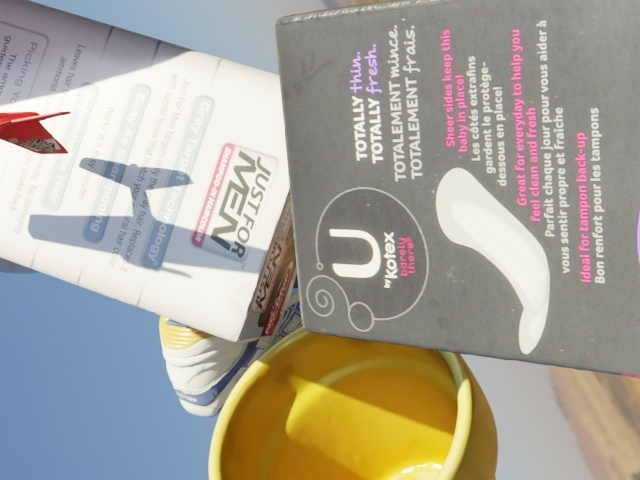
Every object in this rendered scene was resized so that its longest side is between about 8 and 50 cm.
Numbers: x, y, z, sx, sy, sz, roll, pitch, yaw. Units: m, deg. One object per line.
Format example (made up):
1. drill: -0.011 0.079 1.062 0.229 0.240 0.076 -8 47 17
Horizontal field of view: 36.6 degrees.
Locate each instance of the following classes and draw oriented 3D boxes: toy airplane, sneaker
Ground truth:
1. toy airplane: -0.214 -0.067 0.580 0.151 0.151 0.028 -7 -87 -82
2. sneaker: -0.068 0.102 1.140 0.112 0.296 0.130 14 117 41

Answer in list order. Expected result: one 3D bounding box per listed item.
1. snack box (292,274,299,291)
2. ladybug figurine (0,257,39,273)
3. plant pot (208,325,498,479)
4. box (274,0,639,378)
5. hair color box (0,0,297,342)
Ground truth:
1. snack box: 0.000 0.000 1.070 0.187 0.322 0.060 -148 51 -70
2. ladybug figurine: -0.323 -0.106 1.210 0.161 0.305 0.449 61 149 12
3. plant pot: 0.061 0.231 0.917 0.239 0.254 0.254 55 -172 -41
4. box: 0.130 -0.037 0.450 0.143 0.270 0.165 -17 -74 -50
5. hair color box: -0.188 -0.071 0.741 0.375 0.185 0.113 19 180 12
